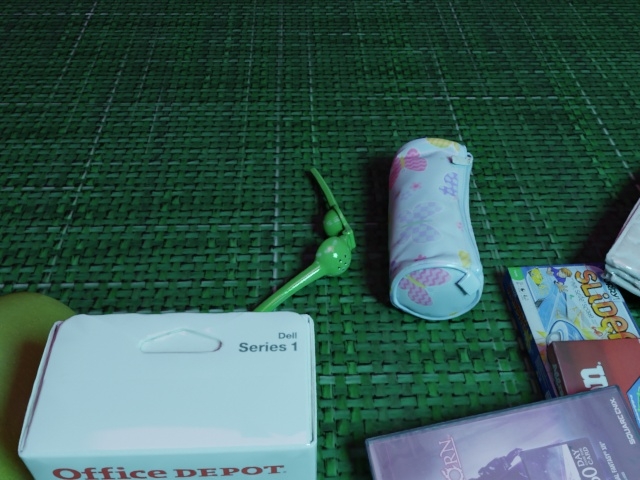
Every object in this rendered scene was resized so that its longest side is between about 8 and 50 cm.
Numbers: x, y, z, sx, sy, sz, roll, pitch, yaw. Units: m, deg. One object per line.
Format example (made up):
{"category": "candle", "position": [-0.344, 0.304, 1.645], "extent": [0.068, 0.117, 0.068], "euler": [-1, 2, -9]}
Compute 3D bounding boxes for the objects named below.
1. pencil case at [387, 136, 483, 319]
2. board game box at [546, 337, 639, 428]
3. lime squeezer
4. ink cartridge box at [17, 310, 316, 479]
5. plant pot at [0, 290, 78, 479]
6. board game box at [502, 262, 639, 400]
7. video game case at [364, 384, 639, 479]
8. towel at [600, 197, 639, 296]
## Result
{"category": "pencil case", "position": [0.156, -0.024, 0.890], "extent": [0.124, 0.114, 0.273], "euler": [-11, 43, 19]}
{"category": "board game box", "position": [0.341, 0.232, 0.670], "extent": [0.144, 0.027, 0.281], "euler": [-3, 54, -2]}
{"category": "lime squeezer", "position": [0.000, 0.000, 0.919], "extent": [0.109, 0.059, 0.310], "euler": [-13, 39, 30]}
{"category": "ink cartridge box", "position": [-0.104, 0.192, 0.552], "extent": [0.201, 0.278, 0.117], "euler": [-1, 45, -2]}
{"category": "plant pot", "position": [-0.341, 0.182, 0.598], "extent": [0.274, 0.275, 0.294], "euler": [11, 31, 9]}
{"category": "board game box", "position": [0.323, 0.115, 0.811], "extent": [0.136, 0.035, 0.201], "euler": [-3, 46, -4]}
{"category": "video game case", "position": [0.197, 0.260, 0.627], "extent": [0.274, 0.026, 0.196], "euler": [-11, 54, -2]}
{"category": "towel", "position": [0.575, 0.037, 0.867], "extent": [0.331, 0.053, 0.317], "euler": [33, 49, 22]}
